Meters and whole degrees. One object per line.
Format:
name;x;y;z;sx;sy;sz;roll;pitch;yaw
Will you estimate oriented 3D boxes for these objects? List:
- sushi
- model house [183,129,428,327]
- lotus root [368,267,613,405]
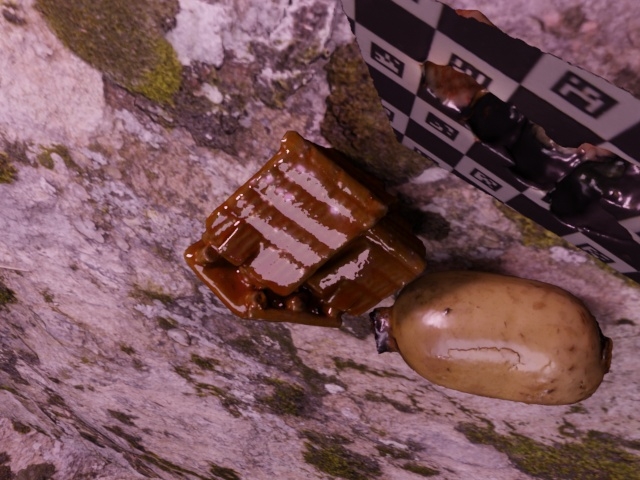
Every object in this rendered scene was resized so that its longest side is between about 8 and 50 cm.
sushi;0.190;-0.084;0.461;0.339;0.068;0.320;35;178;22
model house;-0.001;0.001;0.664;0.199;0.220;0.229;48;150;0
lotus root;0.197;0.117;0.730;0.285;0.146;0.160;2;114;18
